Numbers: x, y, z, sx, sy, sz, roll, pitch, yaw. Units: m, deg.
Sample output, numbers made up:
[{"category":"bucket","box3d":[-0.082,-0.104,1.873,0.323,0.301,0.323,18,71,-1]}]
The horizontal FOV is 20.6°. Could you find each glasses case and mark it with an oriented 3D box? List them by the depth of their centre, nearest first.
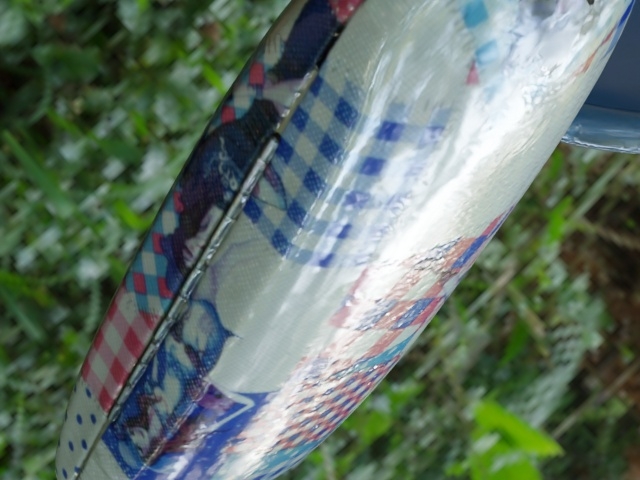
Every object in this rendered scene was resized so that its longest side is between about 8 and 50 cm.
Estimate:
[{"category":"glasses case","box3d":[0.000,0.000,0.598,0.125,0.076,0.327,-19,153,-40]}]

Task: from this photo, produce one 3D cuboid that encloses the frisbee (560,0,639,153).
[{"category":"frisbee","box3d":[0.124,-0.130,0.802,0.289,0.289,0.049,-27,147,-30]}]
